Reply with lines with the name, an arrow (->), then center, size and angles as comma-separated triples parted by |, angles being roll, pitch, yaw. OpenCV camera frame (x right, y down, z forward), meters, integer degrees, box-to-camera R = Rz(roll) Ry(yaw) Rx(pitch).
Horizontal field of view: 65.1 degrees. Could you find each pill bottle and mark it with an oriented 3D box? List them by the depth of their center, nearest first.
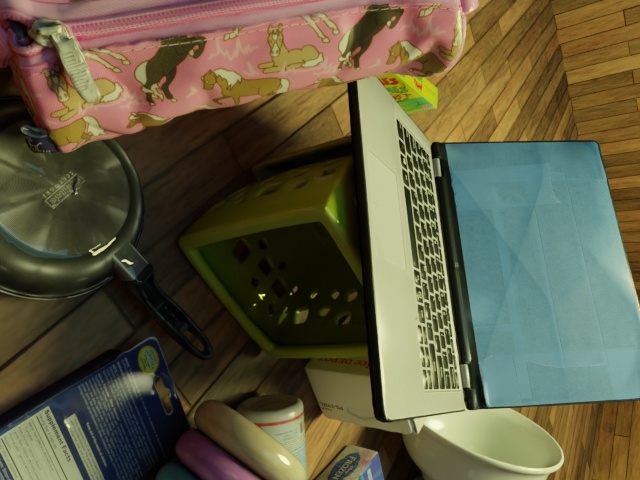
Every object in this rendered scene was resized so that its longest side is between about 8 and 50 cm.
pill bottle -> -0.061, 0.288, 0.646 | 0.087, 0.087, 0.160 | -1, 87, -51

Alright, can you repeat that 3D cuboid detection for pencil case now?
pencil case -> -0.066, -0.188, 0.431 | 0.385, 0.160, 0.167 | -15, 59, -14

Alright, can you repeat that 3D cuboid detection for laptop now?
laptop -> 0.234, 0.001, 0.600 | 0.407, 0.236, 0.383 | 25, 56, -56

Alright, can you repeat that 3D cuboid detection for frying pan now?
frying pan -> -0.226, 0.015, 0.476 | 0.197, 0.053, 0.327 | -31, 101, -48

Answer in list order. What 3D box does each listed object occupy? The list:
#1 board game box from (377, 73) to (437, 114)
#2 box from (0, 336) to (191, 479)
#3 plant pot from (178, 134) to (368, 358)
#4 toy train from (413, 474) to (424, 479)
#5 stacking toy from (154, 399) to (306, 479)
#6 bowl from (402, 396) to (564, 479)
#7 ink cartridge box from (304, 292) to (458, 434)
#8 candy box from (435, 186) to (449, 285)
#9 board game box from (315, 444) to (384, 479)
board game box -> 0.138, -0.292, 0.942 | 0.181, 0.092, 0.043 | 15, 76, -50
box -> -0.233, 0.203, 0.479 | 0.225, 0.036, 0.137 | -32, 111, -49
plant pot -> 0.000, 0.000, 0.650 | 0.228, 0.227, 0.207 | 58, 40, -30
toy train -> 0.261, 0.554, 0.995 | 0.333, 0.142, 0.191 | 8, 93, -52
stacking toy -> -0.155, 0.330, 0.478 | 0.330, 0.141, 0.141 | -54, 127, -24
bowl -> 0.271, 0.390, 0.922 | 0.297, 0.297, 0.134 | 9, 98, -50
ink cartridge box -> 0.114, 0.177, 0.805 | 0.237, 0.171, 0.100 | -41, 118, -44
candy box -> 0.300, 0.009, 1.023 | 0.317, 0.122, 0.269 | 11, 79, -45
board game box -> 0.011, 0.532, 0.729 | 0.318, 0.065, 0.319 | -26, 107, -49
